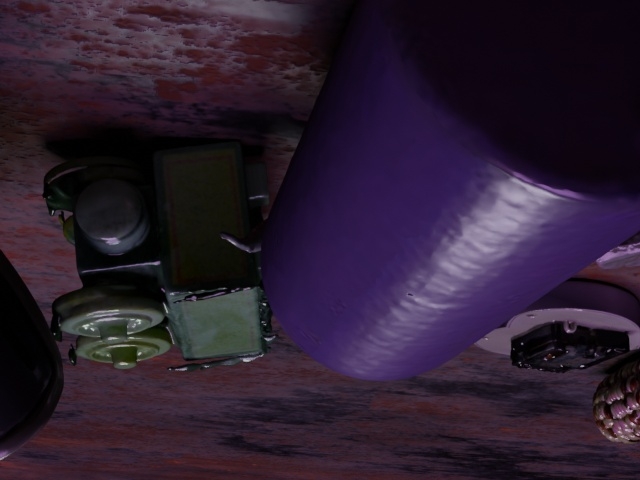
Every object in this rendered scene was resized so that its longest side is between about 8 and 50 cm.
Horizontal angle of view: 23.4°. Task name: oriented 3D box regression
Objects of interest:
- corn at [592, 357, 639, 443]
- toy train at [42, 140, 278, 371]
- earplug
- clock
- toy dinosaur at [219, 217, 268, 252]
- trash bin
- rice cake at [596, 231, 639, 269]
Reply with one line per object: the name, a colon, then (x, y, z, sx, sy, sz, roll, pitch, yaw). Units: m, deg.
corn: (0.397, 0.168, 1.779, 0.092, 0.092, 0.280, 8, 158, -13)
toy train: (-0.133, 0.019, 1.318, 0.188, 0.159, 0.271, -7, 161, -2)
earplug: (0.079, -0.041, 0.965, 0.215, 0.215, 0.456, 7, 157, -13)
clock: (0.261, 0.101, 1.629, 0.172, 0.064, 0.198, 11, 161, -20)
toy dinosaur: (0.000, 0.000, 1.241, 0.242, 0.167, 0.053, 15, 125, -37)
trash bin: (-0.338, 0.081, 1.219, 0.290, 0.182, 0.209, -4, 123, 53)
rice cake: (0.331, -0.019, 1.223, 0.270, 0.049, 0.055, -11, 147, 4)
